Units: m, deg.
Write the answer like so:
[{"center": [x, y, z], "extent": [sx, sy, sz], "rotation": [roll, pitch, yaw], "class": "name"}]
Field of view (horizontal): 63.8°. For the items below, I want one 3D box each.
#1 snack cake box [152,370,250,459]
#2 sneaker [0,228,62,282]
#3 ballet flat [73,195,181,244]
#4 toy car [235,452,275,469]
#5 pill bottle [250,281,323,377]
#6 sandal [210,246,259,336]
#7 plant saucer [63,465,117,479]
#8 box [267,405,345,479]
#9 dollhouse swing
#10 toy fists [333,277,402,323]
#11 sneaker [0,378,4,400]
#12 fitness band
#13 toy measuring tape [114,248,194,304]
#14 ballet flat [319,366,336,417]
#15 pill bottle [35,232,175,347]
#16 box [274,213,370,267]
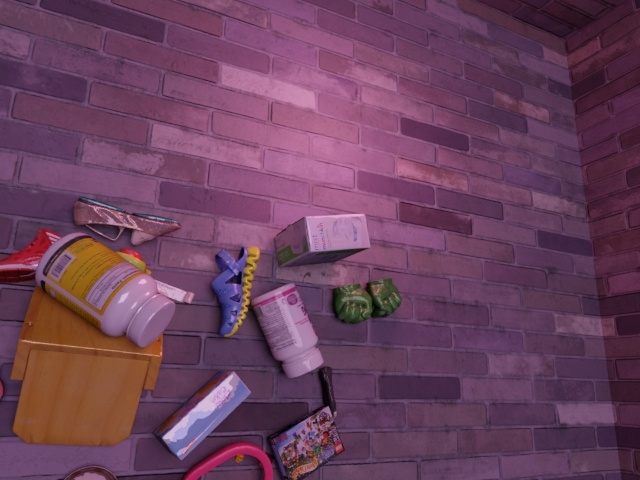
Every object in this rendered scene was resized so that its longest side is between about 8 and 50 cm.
[{"center": [-0.349, 0.506, 1.513], "extent": [0.264, 0.152, 0.089], "rotation": [-40, 96, -30], "class": "snack cake box"}, {"center": [-0.823, 0.040, 1.451], "extent": [0.221, 0.087, 0.128], "rotation": [-4, 63, -31], "class": "sneaker"}, {"center": [-0.594, -0.046, 1.580], "extent": [0.316, 0.107, 0.106], "rotation": [15, 90, -18], "class": "ballet flat"}, {"center": [-0.206, 0.689, 1.616], "extent": [0.122, 0.060, 0.040], "rotation": [22, 111, -3], "class": "toy car"}, {"center": [-0.105, 0.295, 1.693], "extent": [0.160, 0.160, 0.283], "rotation": [-22, 88, -30], "class": "pill bottle"}, {"center": [-0.294, 0.156, 1.664], "extent": [0.138, 0.126, 0.317], "rotation": [16, 61, -19], "class": "sandal"}, {"center": [-0.629, 0.698, 1.386], "extent": [0.169, 0.029, 0.168], "rotation": [8, 73, -26], "class": "plant saucer"}, {"center": [-0.042, 0.664, 1.675], "extent": [0.233, 0.044, 0.159], "rotation": [-18, 85, -38], "class": "box"}, {"center": [-0.656, 0.350, 1.450], "extent": [0.347, 0.304, 0.315], "rotation": [12, 30, -24], "class": "dollhouse swing"}, {"center": [0.179, 0.224, 1.898], "extent": [0.279, 0.096, 0.142], "rotation": [-7, 81, -30], "class": "toy fists"}, {"center": [-0.931, 0.308, 1.273], "extent": [0.314, 0.136, 0.116], "rotation": [46, 62, -9], "class": "sneaker"}, {"center": [-0.278, 0.731, 1.523], "extent": [0.291, 0.054, 0.209], "rotation": [-27, 90, -18], "class": "fitness band"}, {"center": [-0.529, 0.110, 1.550], "extent": [0.330, 0.121, 0.121], "rotation": [27, 66, -19], "class": "toy measuring tape"}, {"center": [0.035, 0.520, 1.764], "extent": [0.049, 0.057, 0.173], "rotation": [-3, 79, -34], "class": "ballet flat"}, {"center": [-0.564, 0.136, 1.371], "extent": [0.334, 0.188, 0.188], "rotation": [32, 62, 10], "class": "pill bottle"}, {"center": [0.000, 0.000, 1.770], "extent": [0.231, 0.262, 0.126], "rotation": [-4, 79, -29], "class": "box"}]
